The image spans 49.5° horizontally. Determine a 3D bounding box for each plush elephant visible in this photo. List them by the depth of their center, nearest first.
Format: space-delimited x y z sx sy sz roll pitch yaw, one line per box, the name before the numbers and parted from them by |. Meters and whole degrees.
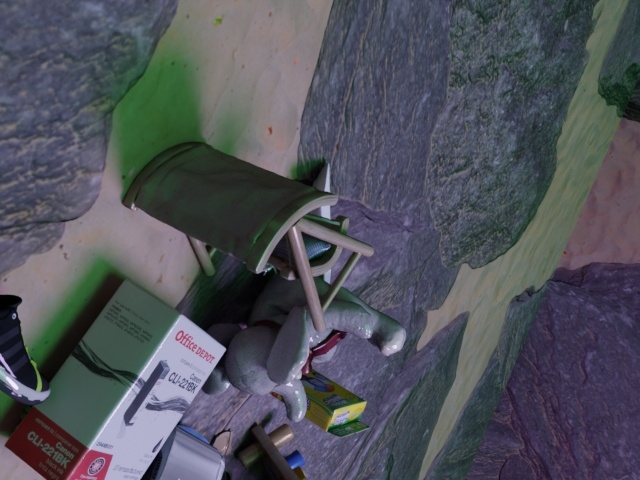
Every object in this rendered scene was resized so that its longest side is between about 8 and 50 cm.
plush elephant | -0.058 0.185 1.210 0.330 0.272 0.255 46 54 -27

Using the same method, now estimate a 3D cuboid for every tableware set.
tableware set | -0.232 0.442 1.347 0.169 0.020 0.141 8 104 -57

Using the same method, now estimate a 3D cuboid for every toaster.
toaster | -0.255 0.390 1.128 0.146 0.129 0.226 41 58 -38

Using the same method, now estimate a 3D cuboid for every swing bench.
swing bench | -0.095 -0.021 1.006 0.165 0.253 0.254 -57 149 -13

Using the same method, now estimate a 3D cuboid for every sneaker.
sneaker | -0.382 0.116 0.835 0.097 0.084 0.234 -53 147 -21

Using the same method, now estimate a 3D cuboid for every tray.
tray | 0.000 0.000 1.332 0.145 0.030 0.270 -83 173 -53

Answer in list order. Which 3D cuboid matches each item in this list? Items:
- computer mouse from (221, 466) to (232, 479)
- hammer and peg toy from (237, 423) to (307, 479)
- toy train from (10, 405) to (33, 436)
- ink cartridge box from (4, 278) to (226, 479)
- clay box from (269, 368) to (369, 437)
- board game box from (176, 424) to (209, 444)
computer mouse | -0.255 0.467 1.283 0.193 0.042 0.106 -17 122 -29
hammer and peg toy | -0.052 0.578 1.506 0.127 0.266 0.361 -30 138 -19
toy train | -0.398 0.242 0.955 0.083 0.024 0.017 -62 149 -5
ink cartridge box | -0.280 0.218 1.005 0.272 0.114 0.197 -58 158 -14
clay box | -0.009 0.313 1.397 0.127 0.222 0.053 6 106 -58
board game box | -0.267 0.411 1.225 0.169 0.033 0.133 -32 96 -37
